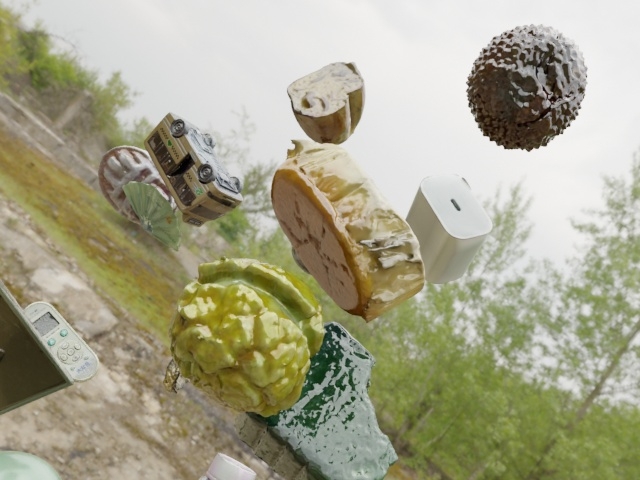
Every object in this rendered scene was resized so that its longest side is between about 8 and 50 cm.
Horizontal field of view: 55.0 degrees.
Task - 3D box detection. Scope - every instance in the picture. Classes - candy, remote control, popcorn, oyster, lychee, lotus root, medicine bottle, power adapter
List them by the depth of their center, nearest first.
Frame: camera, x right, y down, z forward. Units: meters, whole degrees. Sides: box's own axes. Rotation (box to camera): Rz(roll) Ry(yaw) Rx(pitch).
[{"bbox_3d":[0.302,-0.225,0.919,0.188,0.188,0.188,40,-6,5],"label":"lychee"},{"bbox_3d":[-0.136,0.160,1.085,0.282,0.282,0.247,38,-8,25],"label":"popcorn"},{"bbox_3d":[-0.285,0.257,1.260,0.051,0.103,0.148,14,15,-1],"label":"oyster"},{"bbox_3d":[-0.600,0.235,1.419,0.221,0.078,0.042,47,-30,2],"label":"remote control"},{"bbox_3d":[0.283,-0.008,1.471,0.255,0.124,0.187,106,-34,-52],"label":"power adapter"},{"bbox_3d":[0.033,-0.318,1.545,0.199,0.188,0.180,-108,177,-45],"label":"lotus root"},{"bbox_3d":[-0.291,0.731,1.691,0.152,0.254,0.152,28,-15,8],"label":"medicine bottle"},{"bbox_3d":[-0.586,-0.175,2.009,0.289,0.214,0.157,48,5,3],"label":"candy"}]

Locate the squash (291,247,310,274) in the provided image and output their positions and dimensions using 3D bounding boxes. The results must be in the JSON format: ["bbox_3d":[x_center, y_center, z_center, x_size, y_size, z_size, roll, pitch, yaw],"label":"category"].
[{"bbox_3d":[0.005,0.002,1.853,0.172,0.218,0.218,38,-4,-34],"label":"squash"}]

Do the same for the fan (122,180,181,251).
[{"bbox_3d":[-0.437,-0.072,1.605,0.240,0.131,0.009,47,31,12],"label":"fan"}]

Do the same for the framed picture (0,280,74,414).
[{"bbox_3d":[-0.707,0.226,1.293,0.020,0.240,0.324,-103,168,-65],"label":"framed picture"}]

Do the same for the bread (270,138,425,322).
[{"bbox_3d":[0.042,-0.017,1.209,0.389,0.183,0.236,55,-13,36],"label":"bread"}]

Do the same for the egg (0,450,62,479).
[{"bbox_3d":[-0.644,0.552,1.150,0.276,0.276,0.389,41,13,1],"label":"egg"}]

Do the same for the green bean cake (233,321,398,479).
[{"bbox_3d":[0.018,0.369,1.278,0.308,0.300,0.169,41,-39,12],"label":"green bean cake"}]

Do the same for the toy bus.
[{"bbox_3d":[-0.329,-0.181,1.579,0.289,0.157,0.139,56,15,24],"label":"toy bus"}]
